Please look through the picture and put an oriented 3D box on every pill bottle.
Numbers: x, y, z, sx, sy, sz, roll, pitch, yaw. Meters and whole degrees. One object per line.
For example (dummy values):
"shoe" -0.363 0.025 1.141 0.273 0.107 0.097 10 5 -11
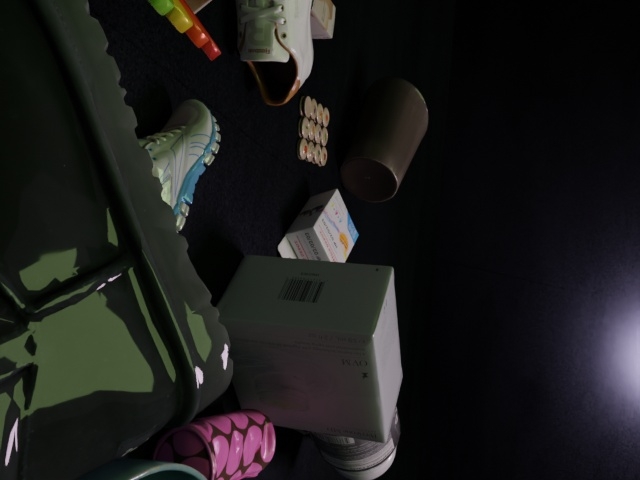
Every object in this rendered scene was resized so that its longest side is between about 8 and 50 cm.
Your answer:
"pill bottle" 0.055 0.309 1.161 0.278 0.162 0.162 73 27 -49

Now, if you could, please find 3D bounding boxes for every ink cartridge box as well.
"ink cartridge box" 0.000 0.000 1.158 0.104 0.061 0.181 63 30 -22

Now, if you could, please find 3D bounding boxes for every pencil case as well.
"pencil case" -0.126 0.270 0.833 0.098 0.095 0.209 62 14 15

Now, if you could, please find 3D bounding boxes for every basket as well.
"basket" 0.135 -0.207 1.442 0.204 0.154 0.227 80 26 -46

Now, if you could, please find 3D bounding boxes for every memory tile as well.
"memory tile" -0.011 -0.197 1.202 0.148 0.012 0.113 -1 95 -72

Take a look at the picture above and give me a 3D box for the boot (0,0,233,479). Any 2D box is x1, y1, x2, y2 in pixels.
"boot" -0.271 0.016 0.236 0.445 0.146 0.367 -31 91 -48

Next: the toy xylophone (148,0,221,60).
"toy xylophone" -0.145 -0.257 0.476 0.236 0.081 0.323 55 5 -6

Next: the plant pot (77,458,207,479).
"plant pot" -0.207 0.272 0.407 0.290 0.195 0.290 4 90 -72

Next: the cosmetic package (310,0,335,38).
"cosmetic package" -0.012 -0.388 1.108 0.115 0.041 0.060 18 78 -72

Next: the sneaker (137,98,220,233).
"sneaker" -0.162 -0.087 0.678 0.083 0.071 0.191 52 38 -43

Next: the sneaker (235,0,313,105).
"sneaker" -0.062 -0.308 0.864 0.290 0.105 0.123 78 21 -44

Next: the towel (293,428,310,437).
"towel" -0.020 0.241 1.244 0.329 0.037 0.237 56 41 -63

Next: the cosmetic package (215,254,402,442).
"cosmetic package" -0.009 0.155 0.947 0.138 0.224 0.225 -66 154 -47
